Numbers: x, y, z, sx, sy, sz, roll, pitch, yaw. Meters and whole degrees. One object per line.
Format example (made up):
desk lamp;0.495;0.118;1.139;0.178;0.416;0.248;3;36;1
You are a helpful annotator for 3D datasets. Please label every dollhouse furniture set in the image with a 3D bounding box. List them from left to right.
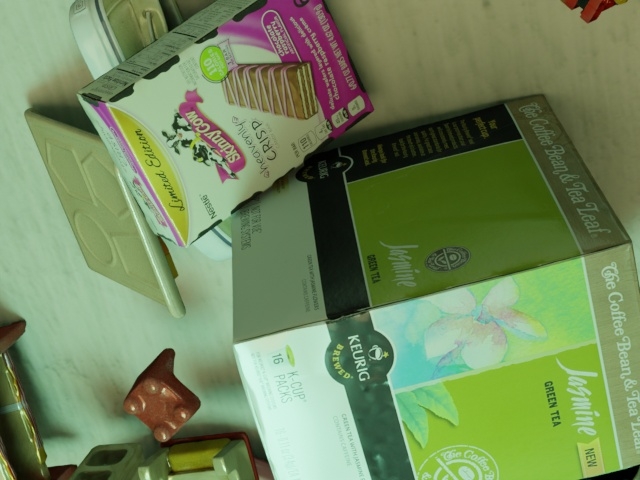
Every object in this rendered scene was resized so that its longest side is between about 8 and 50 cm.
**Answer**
dollhouse furniture set;-0.260;0.198;1.528;0.374;0.152;0.201;-9;108;17

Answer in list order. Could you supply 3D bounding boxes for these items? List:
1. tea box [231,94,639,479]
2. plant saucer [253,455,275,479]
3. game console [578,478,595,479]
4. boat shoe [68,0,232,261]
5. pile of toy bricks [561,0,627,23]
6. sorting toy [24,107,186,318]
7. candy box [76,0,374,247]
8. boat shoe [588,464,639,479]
tea box;0.100;0.057;1.250;0.323;0.329;0.220;-15;116;4
plant saucer;-0.117;0.371;1.688;0.332;0.084;0.332;5;124;8
game console;0.208;0.383;1.538;0.250;0.173;0.293;22;142;8
boat shoe;-0.133;-0.114;1.356;0.094;0.109;0.302;-20;115;19
pile of toy bricks;0.251;-0.294;1.182;0.105;0.118;0.212;44;136;19
sorting toy;-0.210;-0.033;1.396;0.208;0.038;0.193;26;141;50
candy box;-0.081;-0.126;1.275;0.233;0.071;0.159;-37;119;-19
boat shoe;0.328;0.234;1.512;0.305;0.091;0.109;33;123;-12
